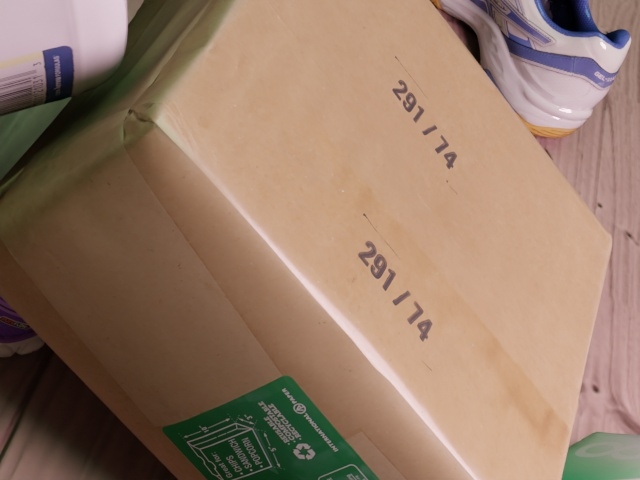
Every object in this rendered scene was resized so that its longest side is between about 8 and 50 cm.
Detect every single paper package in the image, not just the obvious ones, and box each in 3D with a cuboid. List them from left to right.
[{"bbox_3d":[0.000,0.000,0.836,0.325,0.168,0.309,49,37,-19],"label":"paper package"}]

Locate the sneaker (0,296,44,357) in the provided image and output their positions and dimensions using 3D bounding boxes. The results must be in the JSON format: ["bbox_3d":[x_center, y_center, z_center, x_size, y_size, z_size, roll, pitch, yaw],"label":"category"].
[{"bbox_3d":[-0.140,0.016,0.847,0.068,0.071,0.170,49,40,9],"label":"sneaker"}]

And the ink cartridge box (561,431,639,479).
[{"bbox_3d":[0.221,0.173,0.887,0.181,0.224,0.056,-16,97,-46],"label":"ink cartridge box"}]

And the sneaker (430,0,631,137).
[{"bbox_3d":[0.178,-0.240,1.288,0.112,0.131,0.296,-12,61,-42],"label":"sneaker"}]

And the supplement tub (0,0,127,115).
[{"bbox_3d":[-0.279,-0.147,0.683,0.325,0.235,0.235,-17,63,-15],"label":"supplement tub"}]
